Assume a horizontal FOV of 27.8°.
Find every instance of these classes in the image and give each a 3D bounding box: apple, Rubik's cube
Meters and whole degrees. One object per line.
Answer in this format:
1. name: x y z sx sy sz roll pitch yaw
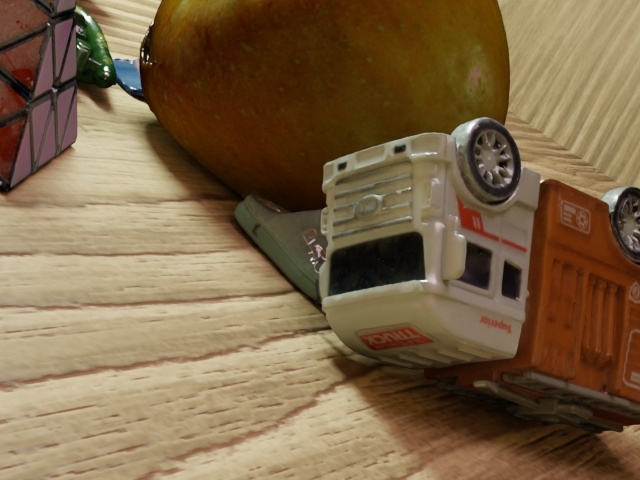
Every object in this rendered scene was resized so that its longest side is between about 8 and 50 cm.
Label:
1. apple: 0.015 -0.181 1.365 0.374 0.374 0.384 18 -13 -39
2. Rubik's cube: -0.249 -0.095 1.090 0.178 0.211 0.190 45 28 -62

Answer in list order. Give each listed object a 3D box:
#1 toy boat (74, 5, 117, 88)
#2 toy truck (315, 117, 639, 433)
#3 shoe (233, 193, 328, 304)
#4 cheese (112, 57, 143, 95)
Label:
1. toy boat: -0.274 -0.218 1.409 0.104 0.052 0.210 22 18 -22
2. toy truck: 0.178 0.048 1.130 0.387 0.207 0.173 19 -21 -35
3. shoe: 0.000 0.000 1.191 0.195 0.078 0.079 37 15 35
4. cheese: -0.123 -0.187 1.559 0.286 0.074 0.189 0 30 -39
